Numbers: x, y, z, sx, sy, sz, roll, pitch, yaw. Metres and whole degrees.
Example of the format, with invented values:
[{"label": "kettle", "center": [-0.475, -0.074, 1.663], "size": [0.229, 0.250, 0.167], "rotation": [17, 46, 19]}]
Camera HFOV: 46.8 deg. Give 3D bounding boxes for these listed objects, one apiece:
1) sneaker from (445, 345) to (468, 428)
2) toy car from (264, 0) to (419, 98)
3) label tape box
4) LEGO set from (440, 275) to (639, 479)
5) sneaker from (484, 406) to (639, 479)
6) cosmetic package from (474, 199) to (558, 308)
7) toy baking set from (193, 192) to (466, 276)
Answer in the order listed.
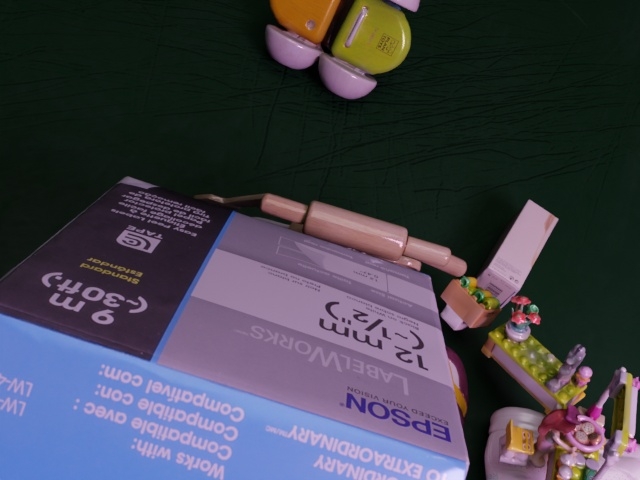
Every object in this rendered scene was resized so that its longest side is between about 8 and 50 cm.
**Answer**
[{"label": "sneaker", "center": [0.102, 0.166, 0.663], "size": [0.069, 0.084, 0.186], "rotation": [22, 56, -1]}, {"label": "toy car", "center": [0.030, -0.271, 0.904], "size": [0.182, 0.159, 0.136], "rotation": [30, 19, 5]}, {"label": "label tape box", "center": [-0.054, 0.091, 0.416], "size": [0.249, 0.115, 0.348], "rotation": [19, 18, -3]}, {"label": "LEGO set", "center": [0.192, 0.120, 0.631], "size": [0.132, 0.107, 0.287], "rotation": [4, 45, -6]}, {"label": "sneaker", "center": [0.252, 0.229, 0.676], "size": [0.212, 0.080, 0.094], "rotation": [15, 60, 7]}, {"label": "cosmetic package", "center": [0.209, 0.016, 0.803], "size": [0.041, 0.060, 0.115], "rotation": [35, 58, 7]}, {"label": "toy baking set", "center": [0.002, -0.001, 0.686], "size": [0.256, 0.197, 0.030], "rotation": [17, 80, -7]}]
